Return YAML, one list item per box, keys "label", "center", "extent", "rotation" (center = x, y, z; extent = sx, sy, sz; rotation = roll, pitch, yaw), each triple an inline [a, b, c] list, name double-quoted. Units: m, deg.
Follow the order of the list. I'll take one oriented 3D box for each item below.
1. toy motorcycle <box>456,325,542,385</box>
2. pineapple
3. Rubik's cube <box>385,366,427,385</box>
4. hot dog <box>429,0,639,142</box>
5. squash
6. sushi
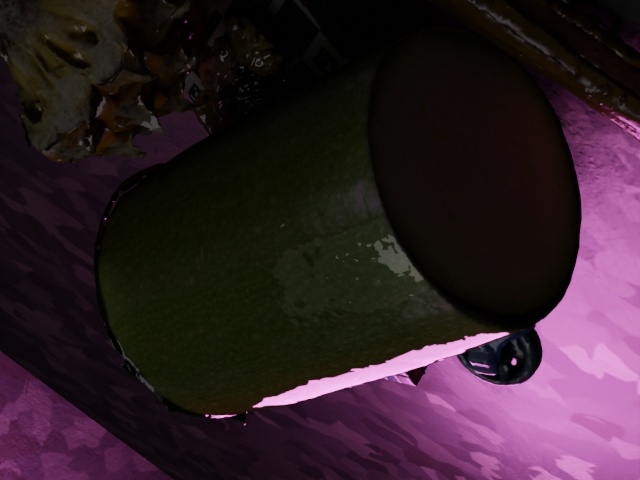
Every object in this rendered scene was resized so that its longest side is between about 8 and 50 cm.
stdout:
- label: "toy motorcycle"
  center: [0.092, 0.010, 1.595]
  extent: [0.319, 0.182, 0.241]
  rotation: [29, 161, 14]
- label: "pineapple"
  center: [-0.160, -0.247, 1.444]
  extent: [0.209, 0.344, 0.286]
  rotation: [-24, 170, 23]
- label: "Rubik's cube"
  center: [0.083, 0.109, 1.937]
  extent: [0.092, 0.092, 0.092]
  rotation: [9, 149, 43]
- label: "hot dog"
  center: [0.191, -0.158, 1.287]
  extent: [0.285, 0.061, 0.088]
  rotation: [34, 169, -11]
- label: "squash"
  center: [0.000, 0.000, 1.391]
  extent: [0.384, 0.263, 0.263]
  rotation: [-22, 126, 43]
- label: "sushi"
  center: [-0.072, -0.145, 1.503]
  extent: [0.192, 0.050, 0.215]
  rotation: [52, 141, 4]
